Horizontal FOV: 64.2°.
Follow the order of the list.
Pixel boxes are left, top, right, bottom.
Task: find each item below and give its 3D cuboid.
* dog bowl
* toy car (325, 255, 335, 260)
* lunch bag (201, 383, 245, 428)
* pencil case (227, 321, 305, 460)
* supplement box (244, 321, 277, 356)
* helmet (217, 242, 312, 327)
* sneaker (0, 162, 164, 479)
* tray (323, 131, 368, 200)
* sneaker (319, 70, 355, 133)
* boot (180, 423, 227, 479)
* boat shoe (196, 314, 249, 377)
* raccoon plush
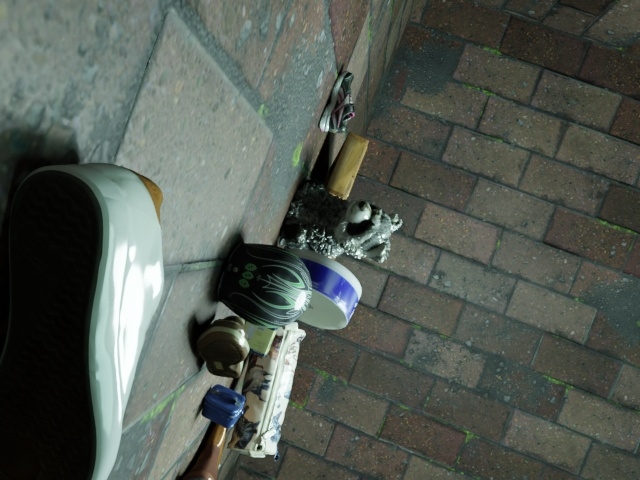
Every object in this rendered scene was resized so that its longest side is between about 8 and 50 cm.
[{"bbox_3d":[-0.024,0.141,1.443,0.265,0.265,0.104,103,11,-61],"label":"dog bowl"},{"bbox_3d":[0.000,0.000,1.761,0.188,0.149,0.155,113,-9,-45],"label":"toy car"},{"bbox_3d":[-0.228,0.392,1.214,0.067,0.098,0.065,-51,159,-60],"label":"lunch bag"},{"bbox_3d":[-0.161,0.452,1.575,0.183,0.160,0.410,-14,-122,57],"label":"pencil case"},{"bbox_3d":[-0.171,0.260,1.387,0.056,0.083,0.083,53,59,-84],"label":"supplement box"},{"bbox_3d":[-0.097,0.087,0.966,0.169,0.161,0.169,21,90,-86],"label":"helmet"},{"bbox_3d":[-0.172,0.084,0.393,0.123,0.106,0.290,-43,152,-75],"label":"sneaker"},{"bbox_3d":[0.055,-0.193,1.725,0.411,0.076,0.203,136,-24,-78],"label":"tray"},{"bbox_3d":[0.060,-0.359,1.359,0.072,0.077,0.178,90,21,-81],"label":"sneaker"},{"bbox_3d":[-0.280,0.561,1.388,0.264,0.096,0.280,105,7,-53],"label":"boot"},{"bbox_3d":[-0.182,0.185,0.972,0.257,0.095,0.095,115,-15,-60],"label":"boat shoe"},{"bbox_3d":[0.060,-0.015,1.516,0.446,0.299,0.216,94,17,-76],"label":"raccoon plush"}]
